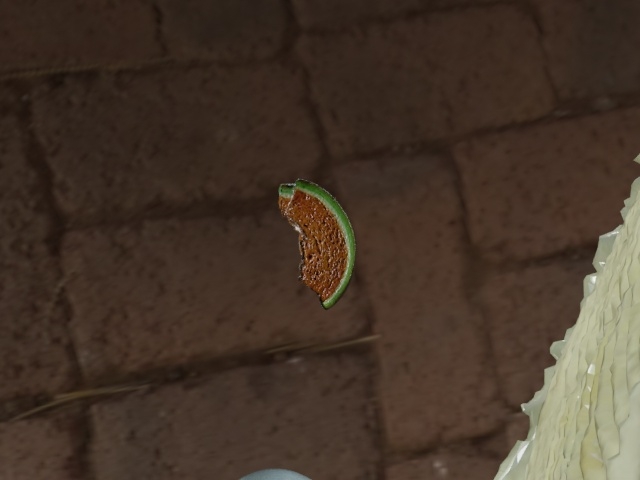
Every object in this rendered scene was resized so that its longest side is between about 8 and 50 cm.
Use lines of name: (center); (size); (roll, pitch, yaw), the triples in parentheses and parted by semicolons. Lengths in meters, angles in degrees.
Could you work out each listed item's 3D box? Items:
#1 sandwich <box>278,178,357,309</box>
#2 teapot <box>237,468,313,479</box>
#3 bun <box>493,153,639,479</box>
sandwich: (0.002, 0.001, 1.760); (0.067, 0.029, 0.135); (-15, 88, 0)
teapot: (0.027, 0.274, 1.361); (0.183, 0.251, 0.183); (-1, 91, -64)
bun: (0.159, 0.078, 0.648); (0.152, 0.259, 0.259); (20, 71, 0)
